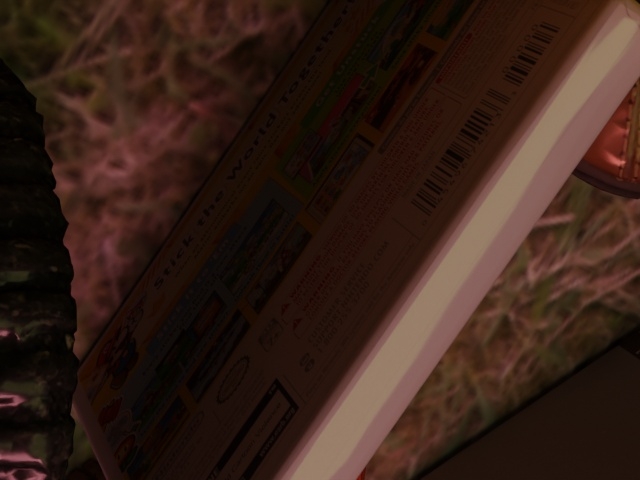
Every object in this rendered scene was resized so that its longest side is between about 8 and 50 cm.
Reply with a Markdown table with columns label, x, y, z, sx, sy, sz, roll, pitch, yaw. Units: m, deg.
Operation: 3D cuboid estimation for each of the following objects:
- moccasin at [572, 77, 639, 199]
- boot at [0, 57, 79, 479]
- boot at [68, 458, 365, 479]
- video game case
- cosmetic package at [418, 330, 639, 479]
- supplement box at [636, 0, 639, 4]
| label | x | y | z | sx | sy | sz | roll | pitch | yaw |
| --- | --- | --- | --- | --- | --- | --- | --- | --- | --- |
| moccasin | 0.257 | -0.066 | 0.761 | 0.380 | 0.139 | 0.147 | 17 | 112 | -26 |
| boot | -0.199 | 0.088 | 0.476 | 0.260 | 0.131 | 0.348 | 9 | 73 | -32 |
| boot | -0.046 | 0.118 | 0.710 | 0.158 | 0.059 | 0.085 | -24 | 128 | -20 |
| video game case | 0.000 | 0.000 | 0.585 | 0.026 | 0.206 | 0.227 | 33 | 94 | -23 |
| cosmetic package | 0.149 | 0.129 | 0.787 | 0.238 | 0.127 | 0.107 | -31 | 125 | -17 |
| supplement box | 0.093 | -0.185 | 0.469 | 0.194 | 0.195 | 0.356 | -55 | 153 | 5 |
